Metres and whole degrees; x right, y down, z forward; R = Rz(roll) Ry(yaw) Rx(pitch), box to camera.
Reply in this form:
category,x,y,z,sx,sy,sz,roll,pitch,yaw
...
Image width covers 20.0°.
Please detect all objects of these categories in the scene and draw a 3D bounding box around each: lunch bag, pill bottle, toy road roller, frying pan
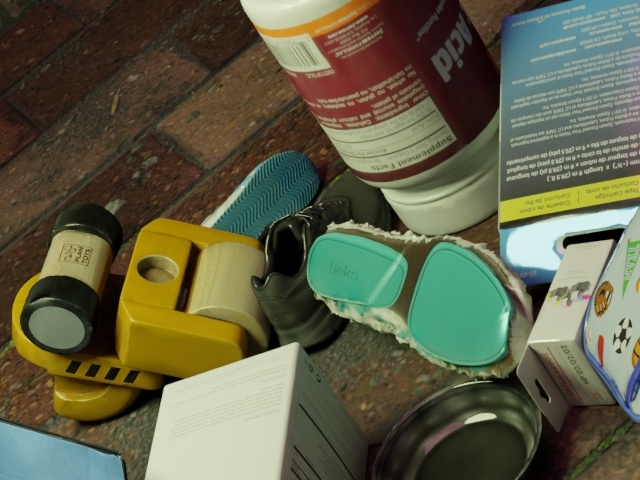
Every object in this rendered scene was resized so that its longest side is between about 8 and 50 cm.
category,x,y,z,sx,sy,sz,roll,pitch,yaw
lunch bag,0.370,0.027,1.714,0.243,0.115,0.303,-109,39,-68
pill bottle,0.091,-0.206,2.208,0.224,0.392,0.224,-24,34,17
toy road roller,-0.229,0.114,2.320,0.329,0.240,0.202,10,40,0
frying pan,0.139,0.269,1.853,0.197,0.053,0.326,-19,36,24

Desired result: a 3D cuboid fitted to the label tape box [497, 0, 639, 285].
category,x,y,z,sx,sy,sz,roll,pitch,yaw
label tape box,0.338,-0.112,2.088,0.249,0.115,0.347,-11,69,34

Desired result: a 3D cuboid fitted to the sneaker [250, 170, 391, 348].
category,x,y,z,sx,sy,sz,roll,pitch,yaw
sneaker,0.000,0.000,2.272,0.109,0.130,0.286,-14,36,34

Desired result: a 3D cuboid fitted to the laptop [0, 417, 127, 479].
category,x,y,z,sx,sy,sz,roll,pitch,yaw
laptop,-0.380,0.427,1.956,0.382,0.236,0.408,7,50,49

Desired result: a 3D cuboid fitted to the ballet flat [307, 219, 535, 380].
category,x,y,z,sx,sy,sz,roll,pitch,yaw
ballet flat,0.140,0.060,2.056,0.147,0.147,0.409,-44,32,-14

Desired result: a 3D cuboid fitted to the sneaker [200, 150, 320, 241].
category,x,y,z,sx,sy,sz,roll,pitch,yaw
sneaker,-0.096,-0.041,2.458,0.229,0.087,0.092,-42,12,-27

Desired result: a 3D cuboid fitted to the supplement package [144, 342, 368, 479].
category,x,y,z,sx,sy,sz,roll,pitch,yaw
supplement package,-0.071,0.286,1.910,0.177,0.175,0.293,-19,35,21

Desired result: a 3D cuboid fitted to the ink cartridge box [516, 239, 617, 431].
category,x,y,z,sx,sy,sz,roll,pitch,yaw
ink cartridge box,0.278,0.101,1.896,0.061,0.104,0.181,-7,42,39
